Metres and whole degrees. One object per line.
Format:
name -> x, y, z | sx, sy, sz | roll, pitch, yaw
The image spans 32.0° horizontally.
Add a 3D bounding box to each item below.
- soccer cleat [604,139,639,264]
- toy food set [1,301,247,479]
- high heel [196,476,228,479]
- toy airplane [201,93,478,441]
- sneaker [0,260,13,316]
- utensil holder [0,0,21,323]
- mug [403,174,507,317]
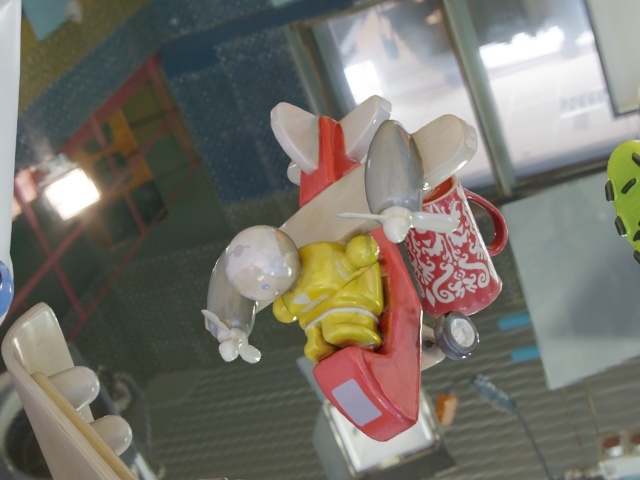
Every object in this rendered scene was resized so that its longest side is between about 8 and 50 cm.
soccer cleat -> 0.393, 0.009, 1.079 | 0.121, 0.093, 0.289 | -18, -124, -33
toy food set -> -0.116, 0.199, 0.826 | 0.092, 0.220, 0.306 | -30, -138, -25
high heel -> -0.157, 0.346, 1.046 | 0.261, 0.093, 0.186 | -29, -120, -25
toy airplane -> 0.000, 0.000, 1.324 | 0.272, 0.386, 0.384 | -1, -160, -41
sneaker -> -0.338, 0.053, 0.781 | 0.232, 0.081, 0.090 | -21, 165, 1
utensil holder -> -0.455, -0.099, 1.081 | 0.327, 0.385, 0.327 | 11, -144, -8
mug -> 0.169, -0.007, 1.487 | 0.113, 0.169, 0.150 | -6, -148, 31
